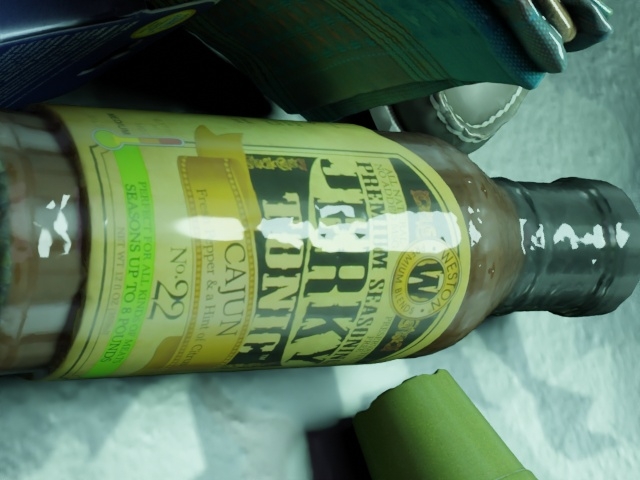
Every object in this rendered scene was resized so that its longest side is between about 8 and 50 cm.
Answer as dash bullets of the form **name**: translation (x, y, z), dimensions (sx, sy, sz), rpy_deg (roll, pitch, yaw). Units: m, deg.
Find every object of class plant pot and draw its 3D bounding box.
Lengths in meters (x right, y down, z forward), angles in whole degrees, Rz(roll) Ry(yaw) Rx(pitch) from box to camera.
- **plant pot**: translation (0.054, 0.103, 0.640), dimensions (0.083, 0.083, 0.079), rpy_deg (-15, 68, -38)

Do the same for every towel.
- **towel**: translation (-0.104, -0.152, 0.523), dimensions (0.370, 0.271, 0.040), rpy_deg (30, 82, -18)

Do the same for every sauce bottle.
- **sauce bottle**: translation (0.000, 0.000, 0.619), dimensions (0.344, 0.111, 0.111), rpy_deg (-1, 71, -34)

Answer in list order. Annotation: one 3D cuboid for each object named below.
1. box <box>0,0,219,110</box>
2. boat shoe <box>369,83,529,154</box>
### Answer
- **box**: translation (-0.160, -0.062, 0.517), dimensions (0.225, 0.136, 0.036), rpy_deg (-20, 91, -39)
- **boat shoe**: translation (0.107, -0.169, 0.770), dimensions (0.109, 0.091, 0.305), rpy_deg (42, 53, -30)
